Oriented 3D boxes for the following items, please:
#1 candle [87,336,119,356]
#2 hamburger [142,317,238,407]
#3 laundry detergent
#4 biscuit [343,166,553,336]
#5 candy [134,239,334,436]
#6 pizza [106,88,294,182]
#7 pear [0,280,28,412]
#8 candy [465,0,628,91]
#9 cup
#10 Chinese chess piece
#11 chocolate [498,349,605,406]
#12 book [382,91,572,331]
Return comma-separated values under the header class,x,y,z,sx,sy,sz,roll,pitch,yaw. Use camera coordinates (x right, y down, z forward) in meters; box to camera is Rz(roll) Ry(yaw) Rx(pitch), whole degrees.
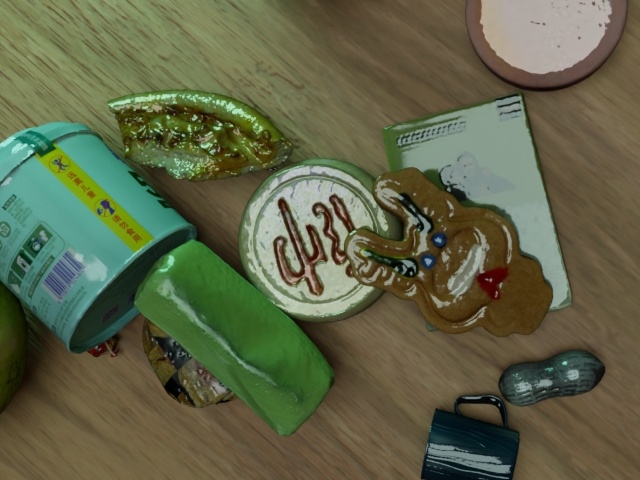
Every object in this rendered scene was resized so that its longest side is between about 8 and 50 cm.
class,x,y,z,sx,sy,sz,roll,pitch,yaw
candle,-0.414,0.168,1.668,0.131,0.052,0.052,31,99,9
hamburger,-0.189,0.168,1.589,0.231,0.107,0.230,0,91,19
laundry detergent,-0.408,-0.020,1.536,0.305,0.287,0.287,43,101,8
biscuit,0.203,0.033,1.440,0.334,0.047,0.202,31,90,-5
candy,-0.132,0.150,1.472,0.343,0.142,0.132,43,129,-1
pizza,-0.214,-0.176,1.546,0.365,0.182,0.073,21,141,28
pear,-0.671,0.187,1.553,0.391,0.391,0.390,1,93,13
candy,0.347,-0.359,1.439,0.255,0.094,0.255,1,93,13
cup,0.242,0.322,1.486,0.138,0.113,0.150,12,97,11
Chinese chess piece,0.000,0.000,1.531,0.270,0.112,0.269,1,93,12
chocolate,0.363,0.216,1.475,0.167,0.072,0.072,-15,89,16
book,0.249,-0.039,1.508,0.239,0.035,0.352,-13,90,15
